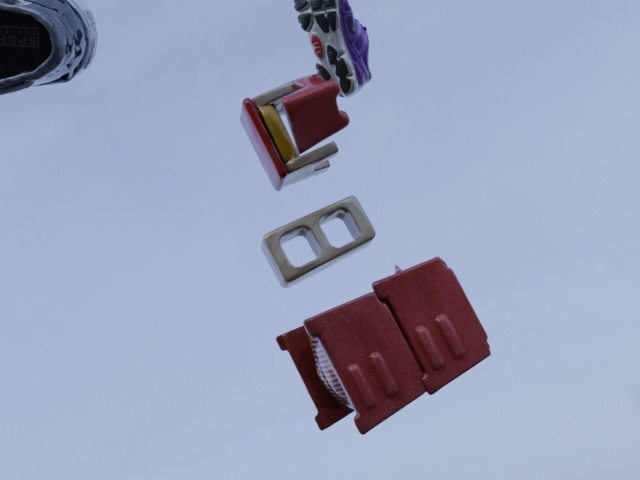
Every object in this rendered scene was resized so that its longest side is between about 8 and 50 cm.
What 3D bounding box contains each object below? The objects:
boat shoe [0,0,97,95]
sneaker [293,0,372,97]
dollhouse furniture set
[{"bbox_3d":[-0.322,-0.144,0.598,0.301,0.102,0.108,3,-71,1],"label":"boat shoe"},{"bbox_3d":[0.020,-0.259,0.994,0.068,0.071,0.170,8,-57,41],"label":"sneaker"},{"bbox_3d":[0.000,0.000,0.864,0.152,0.374,0.201,-25,-8,-15],"label":"dollhouse furniture set"}]
